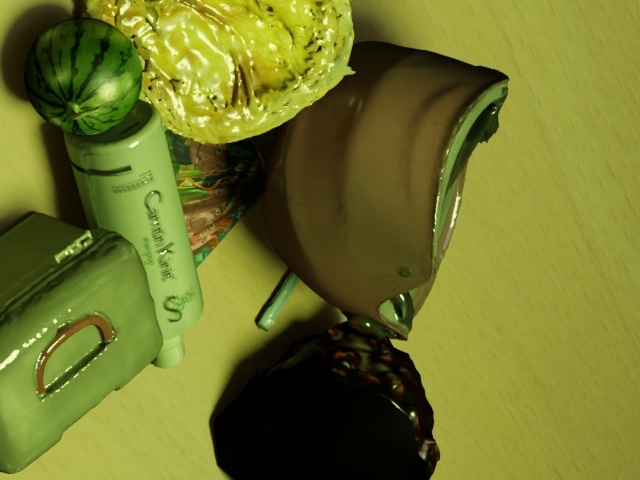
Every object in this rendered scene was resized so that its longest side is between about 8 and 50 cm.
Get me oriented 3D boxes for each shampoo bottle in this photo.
[{"bbox_3d":[-0.157,0.004,1.722,0.085,0.085,0.262,-38,133,-34],"label":"shampoo bottle"}]

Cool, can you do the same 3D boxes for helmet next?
[{"bbox_3d":[0.047,-0.058,1.866,0.338,0.197,0.271,100,11,-75],"label":"helmet"}]

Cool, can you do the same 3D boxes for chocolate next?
[{"bbox_3d":[0.032,0.165,2.011,0.206,0.224,0.177,43,39,-18],"label":"chocolate"}]

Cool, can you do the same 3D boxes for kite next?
[{"bbox_3d":[-0.122,-0.046,1.826,0.234,0.016,0.321,-6,113,-52],"label":"kite"}]

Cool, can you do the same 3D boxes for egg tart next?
[{"bbox_3d":[-0.086,-0.201,1.695,0.252,0.098,0.232,26,111,-30],"label":"egg tart"}]

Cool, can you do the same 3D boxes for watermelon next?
[{"bbox_3d":[-0.198,-0.132,1.609,0.109,0.109,0.109,-27,128,-41],"label":"watermelon"}]

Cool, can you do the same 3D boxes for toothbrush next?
[{"bbox_3d":[0.000,0.000,1.994,0.219,0.019,0.016,-56,157,-15],"label":"toothbrush"}]

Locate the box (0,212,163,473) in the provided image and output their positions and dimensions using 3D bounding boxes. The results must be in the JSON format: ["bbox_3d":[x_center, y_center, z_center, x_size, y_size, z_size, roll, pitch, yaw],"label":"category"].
[{"bbox_3d":[-0.246,0.081,1.636,0.210,0.129,0.148,-40,136,-31],"label":"box"}]
